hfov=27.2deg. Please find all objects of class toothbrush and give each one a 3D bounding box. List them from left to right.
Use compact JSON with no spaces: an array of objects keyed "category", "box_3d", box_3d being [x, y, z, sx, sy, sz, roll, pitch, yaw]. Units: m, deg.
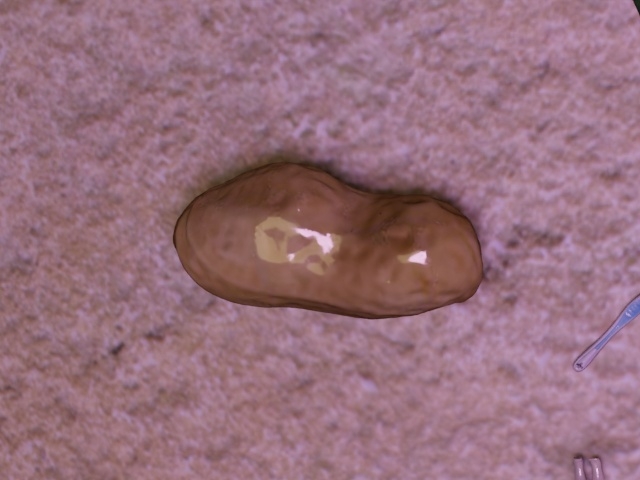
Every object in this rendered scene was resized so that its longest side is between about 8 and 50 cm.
[{"category":"toothbrush","box_3d":[0.288,0.068,1.230,0.014,0.017,0.162,43,115,8]}]

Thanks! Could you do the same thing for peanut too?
[{"category":"peanut","box_3d":[0.000,0.000,1.270,0.319,0.147,0.147,6,105,25]}]

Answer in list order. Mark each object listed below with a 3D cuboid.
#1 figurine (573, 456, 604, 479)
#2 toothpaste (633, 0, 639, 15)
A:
[{"category":"figurine","box_3d":[0.265,0.261,1.274,0.064,0.047,0.109,-6,92,32]},{"category":"toothpaste","box_3d":[0.315,-0.181,1.130,0.099,0.061,0.392,-26,96,18]}]
